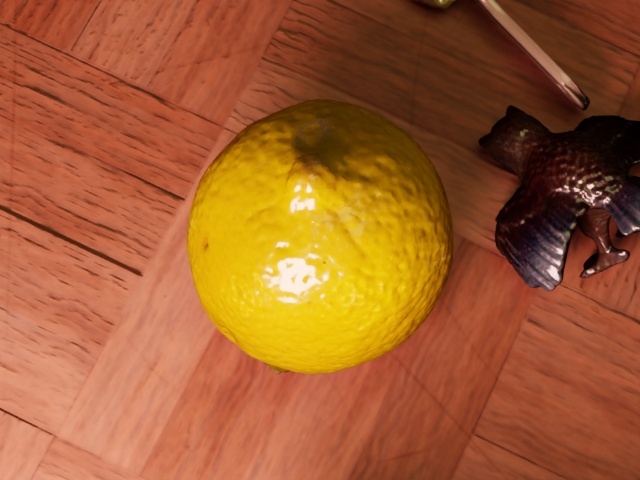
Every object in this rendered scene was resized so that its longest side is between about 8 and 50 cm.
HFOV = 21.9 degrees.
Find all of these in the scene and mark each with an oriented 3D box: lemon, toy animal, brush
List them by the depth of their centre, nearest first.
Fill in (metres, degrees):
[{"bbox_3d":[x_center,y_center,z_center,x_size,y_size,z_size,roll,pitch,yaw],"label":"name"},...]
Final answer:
[{"bbox_3d":[0.002,-0.004,1.407,0.228,0.253,0.228,7,62,-13],"label":"lemon"},{"bbox_3d":[0.233,-0.065,1.515,0.179,0.116,0.218,41,75,11],"label":"toy animal"},{"bbox_3d":[0.139,-0.227,1.601,0.067,0.072,0.313,-44,79,10],"label":"brush"}]
